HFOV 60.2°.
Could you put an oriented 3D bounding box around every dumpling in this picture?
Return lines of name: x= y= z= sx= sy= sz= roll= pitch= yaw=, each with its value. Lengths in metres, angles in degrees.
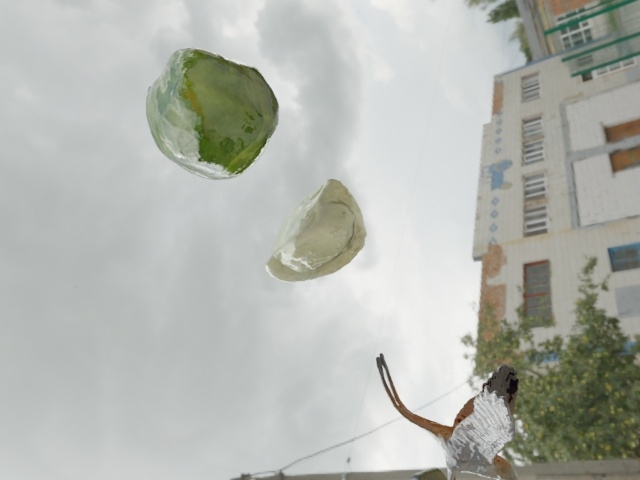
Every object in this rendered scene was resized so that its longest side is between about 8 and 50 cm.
dumpling: x=0.000 y=0.000 z=1.197 sx=0.179 sy=0.131 sz=0.252 roll=40 pitch=-92 yaw=-31

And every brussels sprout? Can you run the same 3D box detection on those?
brussels sprout: x=-0.191 y=-0.223 z=0.949 sx=0.219 sy=0.210 sz=0.271 roll=11 pitch=-151 yaw=-41

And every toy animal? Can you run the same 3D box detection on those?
toy animal: x=0.254 y=0.393 z=1.126 sx=0.225 sy=0.284 sz=0.301 roll=-9 pitch=-81 yaw=-70

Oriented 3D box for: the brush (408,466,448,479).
brush: x=0.185 y=0.460 z=0.833 sx=0.059 sy=0.123 sz=0.197 roll=1 pitch=-147 yaw=-30
